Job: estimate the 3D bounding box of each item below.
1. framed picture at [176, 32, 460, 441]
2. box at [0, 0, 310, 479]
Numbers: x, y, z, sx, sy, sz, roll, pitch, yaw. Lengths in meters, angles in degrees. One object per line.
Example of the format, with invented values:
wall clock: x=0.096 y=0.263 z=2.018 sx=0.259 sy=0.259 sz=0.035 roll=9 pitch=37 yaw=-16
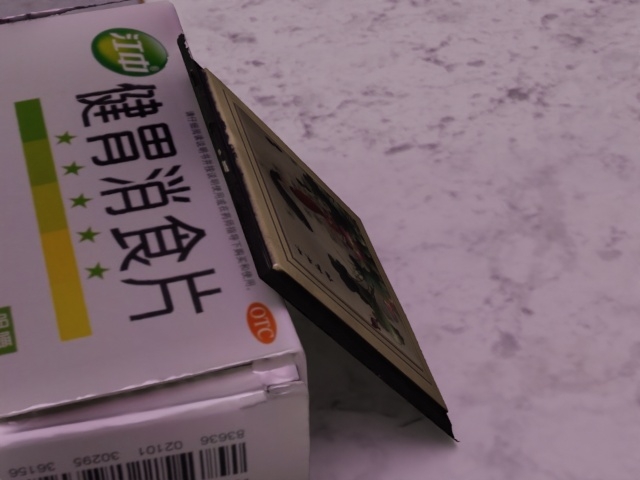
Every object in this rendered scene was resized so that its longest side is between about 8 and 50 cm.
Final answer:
framed picture: x=0.000 y=0.000 z=0.732 sx=0.010 sy=0.195 sz=0.199 roll=-36 pitch=44 yaw=13
box: x=-0.128 y=0.018 z=0.731 sx=0.173 sy=0.145 sz=0.333 roll=-12 pitch=44 yaw=-11
